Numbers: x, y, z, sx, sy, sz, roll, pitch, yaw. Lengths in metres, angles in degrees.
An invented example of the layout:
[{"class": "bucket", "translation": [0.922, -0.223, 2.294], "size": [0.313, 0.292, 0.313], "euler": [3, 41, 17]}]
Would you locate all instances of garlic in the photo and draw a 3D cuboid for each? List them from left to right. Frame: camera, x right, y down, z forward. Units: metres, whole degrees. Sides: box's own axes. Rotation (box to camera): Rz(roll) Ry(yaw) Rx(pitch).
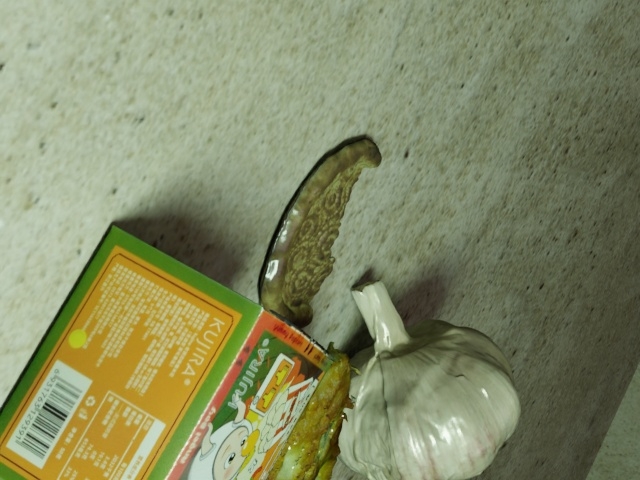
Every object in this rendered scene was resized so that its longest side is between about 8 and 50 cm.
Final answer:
[{"class": "garlic", "translation": [0.090, 0.137, 1.530], "size": [0.218, 0.218, 0.212], "euler": [-44, 122, -39]}]

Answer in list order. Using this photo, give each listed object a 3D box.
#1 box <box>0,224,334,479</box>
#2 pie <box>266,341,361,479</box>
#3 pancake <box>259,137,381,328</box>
[{"class": "box", "translation": [-0.112, 0.124, 1.076], "size": [0.195, 0.148, 0.177], "euler": [-60, 157, -7]}, {"class": "pie", "translation": [-0.090, 0.245, 1.328], "size": [0.354, 0.103, 0.288], "euler": [-53, 157, -13]}, {"class": "pancake", "translation": [0.000, 0.000, 1.359], "size": [0.184, 0.020, 0.190], "euler": [-43, 151, -43]}]
